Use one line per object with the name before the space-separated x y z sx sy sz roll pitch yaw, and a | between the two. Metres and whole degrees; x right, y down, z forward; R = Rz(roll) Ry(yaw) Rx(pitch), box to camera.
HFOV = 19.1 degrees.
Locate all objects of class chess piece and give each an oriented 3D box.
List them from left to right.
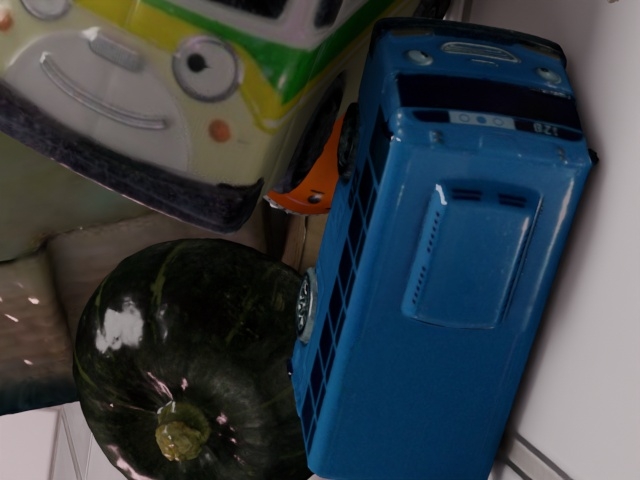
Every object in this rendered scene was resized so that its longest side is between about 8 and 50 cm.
chess piece | 0.000 0.000 1.149 0.083 0.038 0.084 -175 90 -79

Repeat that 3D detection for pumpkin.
pumpkin | -0.063 0.077 1.096 0.125 0.167 0.167 -18 -59 -62

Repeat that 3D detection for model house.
model house | -0.167 0.028 1.275 0.243 0.298 0.284 -96 -4 -51

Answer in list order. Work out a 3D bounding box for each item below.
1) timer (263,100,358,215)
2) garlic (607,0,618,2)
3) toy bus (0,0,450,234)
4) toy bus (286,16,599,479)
timer | 0.006 -0.082 1.041 0.136 0.099 0.136 179 90 -67
garlic | 0.105 -0.149 0.659 0.094 0.074 0.113 43 142 30
toy bus | -0.021 -0.144 0.842 0.305 0.143 0.179 -49 -15 -59
toy bus | 0.048 0.009 0.797 0.106 0.090 0.185 -99 19 -56
